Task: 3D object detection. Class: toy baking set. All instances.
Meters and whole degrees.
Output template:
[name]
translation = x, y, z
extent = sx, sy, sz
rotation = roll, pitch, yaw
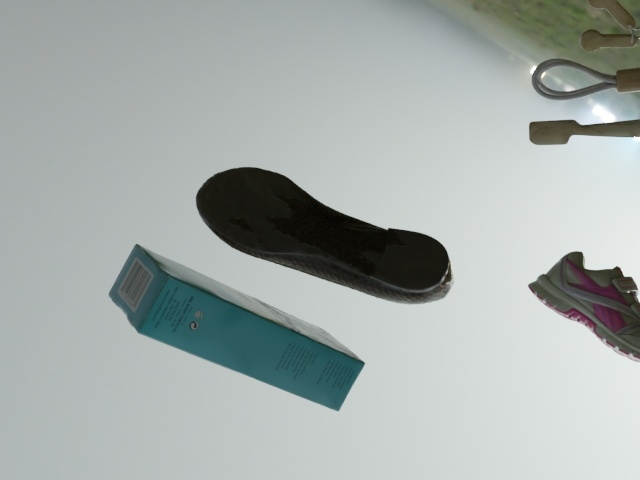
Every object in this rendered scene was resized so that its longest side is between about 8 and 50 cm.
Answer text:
[toy baking set]
translation = 0.347, -0.188, 0.918
extent = 0.197, 0.256, 0.030
rotation = 22, -140, -5

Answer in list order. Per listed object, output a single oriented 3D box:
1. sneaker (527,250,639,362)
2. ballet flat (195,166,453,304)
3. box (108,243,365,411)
[sneaker]
translation = 0.446, 0.100, 1.273
extent = 0.252, 0.111, 0.103
rotation = 36, -177, 22
[ballet flat]
translation = 0.000, 0.000, 0.738
extent = 0.250, 0.084, 0.058
rotation = 19, 157, 22
[box]
translation = -0.079, 0.089, 0.830
extent = 0.244, 0.060, 0.100
rotation = 28, -178, -34
